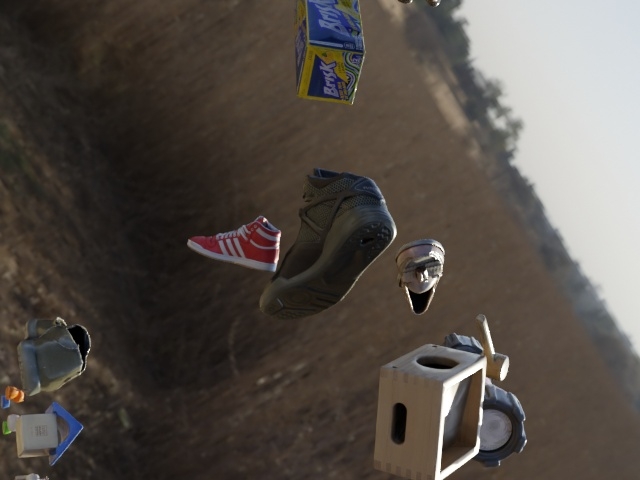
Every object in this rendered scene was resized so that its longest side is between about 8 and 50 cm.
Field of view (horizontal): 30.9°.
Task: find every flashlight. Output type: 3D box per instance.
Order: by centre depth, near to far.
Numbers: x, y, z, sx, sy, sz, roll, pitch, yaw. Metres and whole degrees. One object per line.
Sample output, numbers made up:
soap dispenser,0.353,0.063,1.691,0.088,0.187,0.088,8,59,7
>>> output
flashlight,0.213,0.209,1.623,0.103,0.103,0.304,20,14,-7

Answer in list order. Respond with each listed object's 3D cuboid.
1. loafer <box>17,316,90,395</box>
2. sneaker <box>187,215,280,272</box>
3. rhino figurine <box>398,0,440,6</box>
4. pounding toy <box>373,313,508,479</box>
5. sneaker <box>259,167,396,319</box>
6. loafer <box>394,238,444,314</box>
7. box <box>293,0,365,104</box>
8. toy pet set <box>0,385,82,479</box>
loafer,-0.351,0.156,1.558,0.251,0.087,0.094,-143,-133,-78
sneaker,-0.108,-0.005,1.483,0.118,0.067,0.042,14,14,2
rhino figurine,0.104,-0.470,1.783,0.243,0.073,0.106,61,4,13
pounding toy,0.149,0.171,1.416,0.206,0.094,0.181,-16,112,-57
sneaker,0.000,0.000,1.421,0.087,0.227,0.130,16,42,-30
loafer,0.092,0.034,1.053,0.125,0.045,0.039,83,-3,-72
box,0.006,-0.199,1.095,0.169,0.054,0.059,-94,-166,-51
toy pet set,-0.310,0.216,1.291,0.114,0.065,0.122,-45,-129,56
